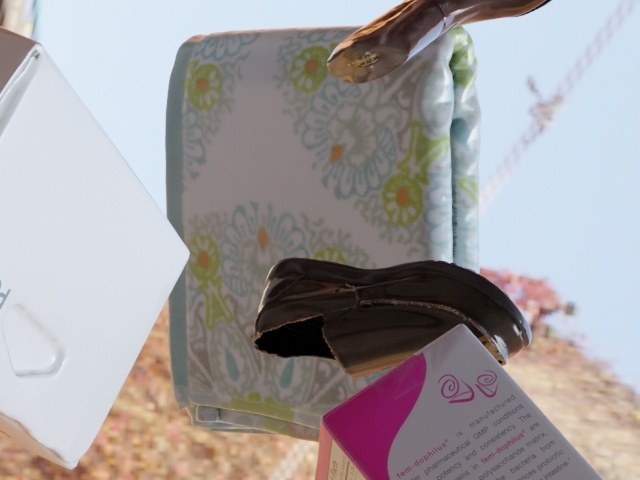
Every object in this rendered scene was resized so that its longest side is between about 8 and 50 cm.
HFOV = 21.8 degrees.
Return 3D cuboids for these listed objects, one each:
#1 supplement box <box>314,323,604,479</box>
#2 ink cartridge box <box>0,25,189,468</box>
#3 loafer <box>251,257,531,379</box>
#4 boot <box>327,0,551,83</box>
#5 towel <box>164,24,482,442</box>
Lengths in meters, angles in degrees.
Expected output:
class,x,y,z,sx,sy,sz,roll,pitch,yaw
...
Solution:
class,x,y,z,sx,sy,sz,roll,pitch,yaw
supplement box,0.104,0.177,0.975,0.220,0.111,0.114,50,-22,23
ink cartridge box,-0.185,-0.027,0.595,0.237,0.172,0.100,23,-106,21
loafer,0.043,0.066,1.141,0.220,0.080,0.078,2,-131,40
boot,0.069,-0.122,0.921,0.106,0.114,0.037,-13,-75,39
towel,0.000,0.000,1.464,0.320,0.090,0.375,4,-83,39
